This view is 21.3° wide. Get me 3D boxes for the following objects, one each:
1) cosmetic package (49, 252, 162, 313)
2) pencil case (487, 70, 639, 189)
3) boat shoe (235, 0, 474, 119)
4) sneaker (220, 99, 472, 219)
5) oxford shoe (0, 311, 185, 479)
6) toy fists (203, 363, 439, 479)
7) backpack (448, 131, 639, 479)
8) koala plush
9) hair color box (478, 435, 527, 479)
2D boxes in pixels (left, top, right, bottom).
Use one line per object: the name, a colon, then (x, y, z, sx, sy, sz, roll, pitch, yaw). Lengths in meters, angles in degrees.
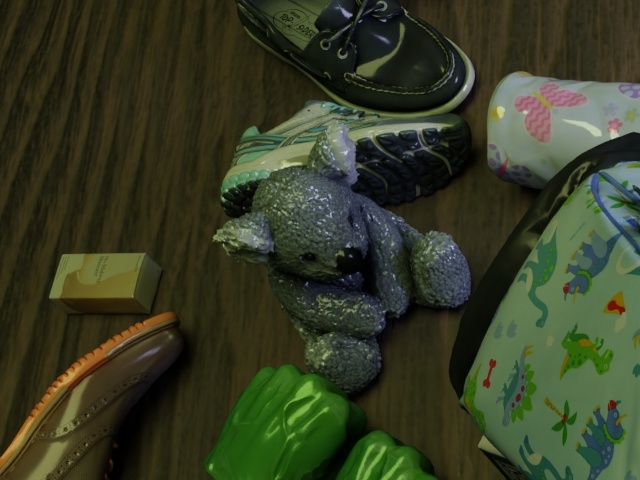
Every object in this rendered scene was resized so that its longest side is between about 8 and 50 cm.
cosmetic package: (-0.239, 0.048, 1.894, 0.115, 0.041, 0.060, -3, 60, 27)
pencil case: (0.297, -0.103, 1.652, 0.273, 0.113, 0.124, 6, 55, 31)
boat shoe: (0.021, -0.239, 1.884, 0.127, 0.113, 0.340, -49, 51, -7)
sneaker: (0.023, -0.106, 1.808, 0.283, 0.110, 0.122, -12, 52, 21)
oxford shoe: (-0.256, 0.227, 1.768, 0.132, 0.130, 0.364, 43, 78, 7)
toy fists: (0.017, 0.224, 1.614, 0.279, 0.096, 0.142, 36, 96, 38)
backpack: (0.258, 0.109, 1.283, 0.355, 0.273, 0.290, 45, 113, 38)
koala plush: (0.000, 0.000, 1.678, 0.196, 0.221, 0.203, -43, 50, -1)
hair color box: (0.330, 0.175, 1.467, 0.347, 0.105, 0.174, 16, 70, 35)
